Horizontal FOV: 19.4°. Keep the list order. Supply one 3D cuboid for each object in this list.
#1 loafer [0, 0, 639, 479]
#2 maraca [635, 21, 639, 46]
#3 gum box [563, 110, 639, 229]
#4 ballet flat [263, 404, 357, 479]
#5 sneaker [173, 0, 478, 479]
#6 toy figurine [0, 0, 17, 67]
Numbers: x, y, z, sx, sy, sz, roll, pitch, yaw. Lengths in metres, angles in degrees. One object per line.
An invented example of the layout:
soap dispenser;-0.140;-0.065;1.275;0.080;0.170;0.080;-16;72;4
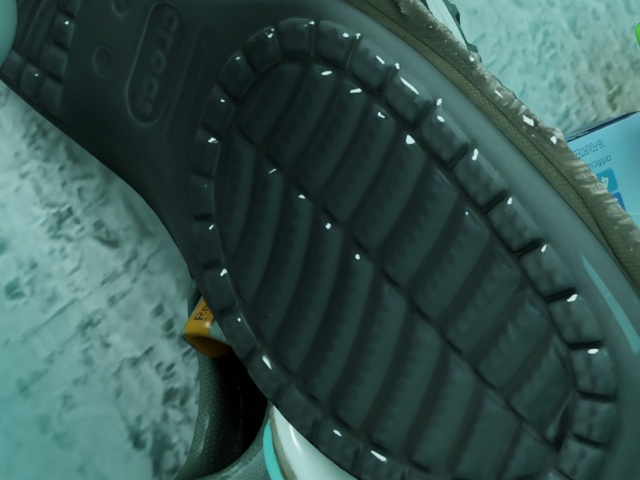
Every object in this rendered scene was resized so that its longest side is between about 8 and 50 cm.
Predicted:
loafer;0.010;-0.045;0.677;0.130;0.134;0.366;-8;45;-45
maraca;0.218;-0.047;0.944;0.185;0.099;0.127;31;42;-35
gum box;0.118;0.048;0.900;0.157;0.041;0.184;-23;97;-36
ballet flat;0.154;0.149;0.731;0.400;0.139;0.139;43;62;-21
sneaker;0.000;0.000;0.788;0.108;0.100;0.271;14;76;-29
toy figurine;-0.142;-0.177;0.624;0.148;0.213;0.209;16;40;-27
